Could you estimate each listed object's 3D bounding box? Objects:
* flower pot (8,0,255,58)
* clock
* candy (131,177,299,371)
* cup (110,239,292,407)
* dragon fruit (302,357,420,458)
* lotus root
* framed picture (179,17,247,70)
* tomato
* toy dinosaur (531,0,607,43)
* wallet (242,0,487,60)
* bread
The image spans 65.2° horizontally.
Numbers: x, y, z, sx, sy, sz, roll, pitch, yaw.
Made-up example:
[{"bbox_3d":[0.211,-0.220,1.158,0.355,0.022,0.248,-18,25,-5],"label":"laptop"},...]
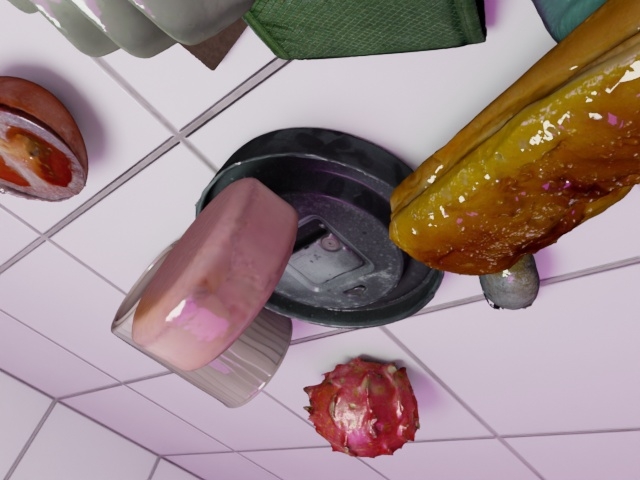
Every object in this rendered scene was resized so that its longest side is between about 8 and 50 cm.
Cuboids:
[{"bbox_3d":[-0.201,-0.286,0.367,0.367,0.164,0.254,35,153,17],"label":"flower pot"},{"bbox_3d":[0.000,0.000,0.772,0.386,0.076,0.386,11,140,9],"label":"clock"},{"bbox_3d":[-0.130,0.033,0.621,0.094,0.255,0.255,37,137,-19],"label":"candy"},{"bbox_3d":[-0.218,0.143,0.953,0.273,0.288,0.208,39,100,-22],"label":"cup"},{"bbox_3d":[0.075,0.351,1.053,0.268,0.210,0.205,1,121,28],"label":"dragon fruit"},{"bbox_3d":[0.277,0.060,0.734,0.088,0.088,0.165,-3,145,24],"label":"lotus root"},{"bbox_3d":[-0.153,-0.286,0.548,0.168,0.023,0.128,37,136,-20],"label":"framed picture"},{"bbox_3d":[-0.431,-0.154,0.736,0.228,0.112,0.199,4,145,16],"label":"tomato"},{"bbox_3d":[0.285,-0.164,0.475,0.383,0.129,0.331,12,148,10],"label":"toy dinosaur"},{"bbox_3d":[0.031,-0.233,0.480,0.236,0.055,0.160,6,165,24],"label":"wallet"},{"bbox_3d":[0.226,-0.069,0.468,0.185,0.109,0.380,15,151,-20],"label":"bread"}]
